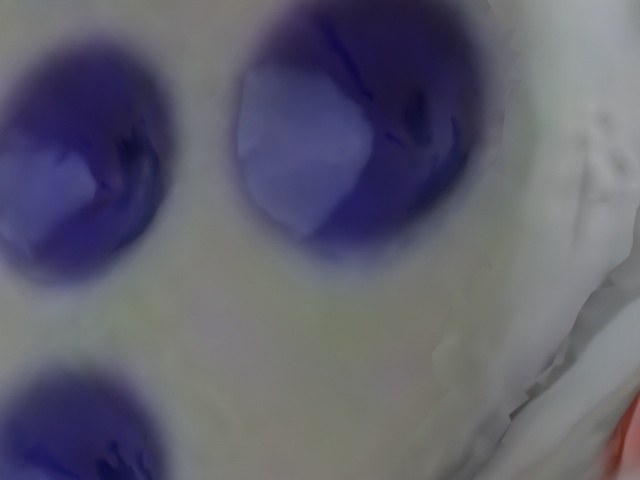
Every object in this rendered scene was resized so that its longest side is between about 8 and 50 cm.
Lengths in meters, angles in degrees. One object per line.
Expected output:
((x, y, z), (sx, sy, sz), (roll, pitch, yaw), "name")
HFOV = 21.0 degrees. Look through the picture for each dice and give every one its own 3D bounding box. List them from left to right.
((0.000, 0.000, 0.578), (0.304, 0.304, 0.277), (45, 14, 29), "dice")
